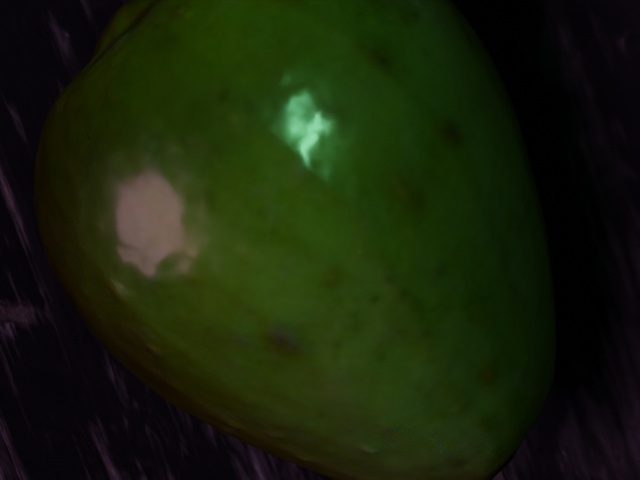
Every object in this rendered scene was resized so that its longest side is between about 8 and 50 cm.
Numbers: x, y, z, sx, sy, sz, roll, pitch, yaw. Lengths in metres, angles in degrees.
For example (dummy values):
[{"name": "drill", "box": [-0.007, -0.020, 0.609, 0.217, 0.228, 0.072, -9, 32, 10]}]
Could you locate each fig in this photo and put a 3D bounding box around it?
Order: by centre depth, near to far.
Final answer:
[{"name": "fig", "box": [0.000, 0.000, 1.059, 0.326, 0.258, 0.258, 56, 155, -13]}]
